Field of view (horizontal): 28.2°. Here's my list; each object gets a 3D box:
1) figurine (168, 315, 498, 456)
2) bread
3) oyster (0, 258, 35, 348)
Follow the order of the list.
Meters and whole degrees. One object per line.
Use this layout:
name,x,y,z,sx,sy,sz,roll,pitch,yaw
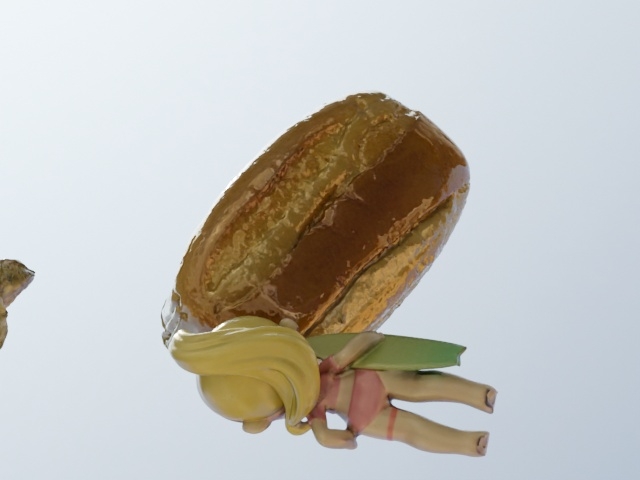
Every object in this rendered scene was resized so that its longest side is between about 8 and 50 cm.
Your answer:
figurine,0.007,0.081,0.729,0.187,0.083,0.083,14,-116,11
bread,0.000,0.000,0.867,0.140,0.106,0.236,39,-116,6
oyster,-0.210,0.071,0.564,0.133,0.072,0.209,-21,-161,10
